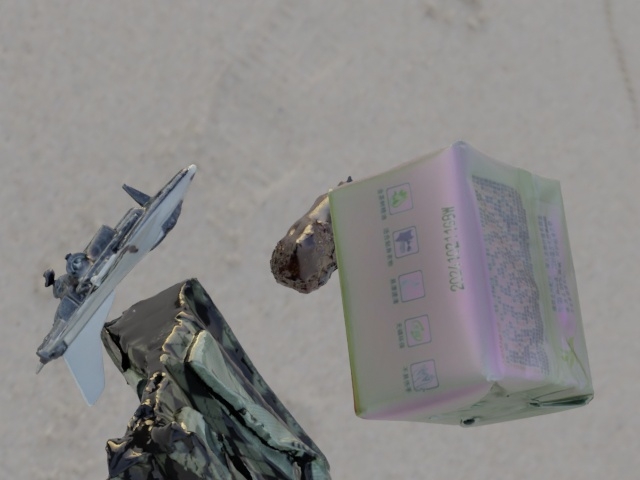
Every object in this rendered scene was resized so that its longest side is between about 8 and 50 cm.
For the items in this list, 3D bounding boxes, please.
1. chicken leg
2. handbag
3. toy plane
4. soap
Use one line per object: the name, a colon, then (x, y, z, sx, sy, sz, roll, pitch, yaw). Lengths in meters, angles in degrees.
chicken leg: (0.000, 0.000, 1.785, 0.063, 0.105, 0.234, 21, 26, 14)
handbag: (-0.098, 0.231, 1.647, 0.317, 0.180, 0.416, 61, 6, -21)
toy plane: (-0.177, 0.019, 1.414, 0.082, 0.160, 0.234, 25, 64, -8)
soap: (0.113, 0.043, 1.390, 0.182, 0.138, 0.199, 15, 64, -56)
